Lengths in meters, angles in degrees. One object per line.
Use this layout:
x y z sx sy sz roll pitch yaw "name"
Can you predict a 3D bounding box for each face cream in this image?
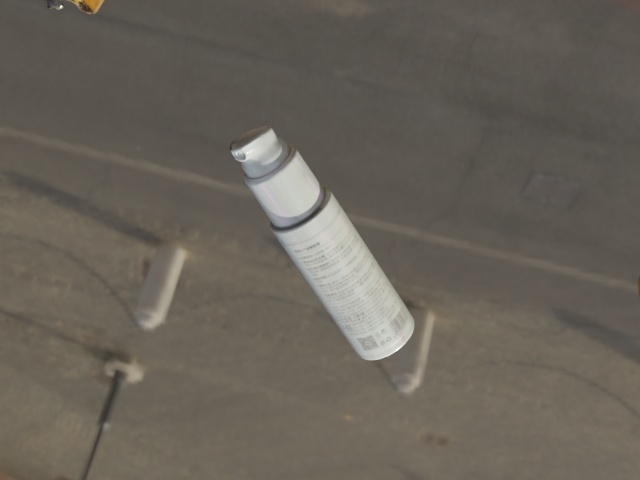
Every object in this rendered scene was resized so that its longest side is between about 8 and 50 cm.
0.000 0.000 0.574 0.034 0.034 0.130 -13 125 35 "face cream"

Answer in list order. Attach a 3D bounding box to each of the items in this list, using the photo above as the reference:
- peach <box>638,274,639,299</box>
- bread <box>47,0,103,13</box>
0.324 0.034 0.946 0.151 0.151 0.118 17 117 -4 "peach"
-0.178 -0.234 0.755 0.129 0.134 0.260 37 180 4 "bread"
